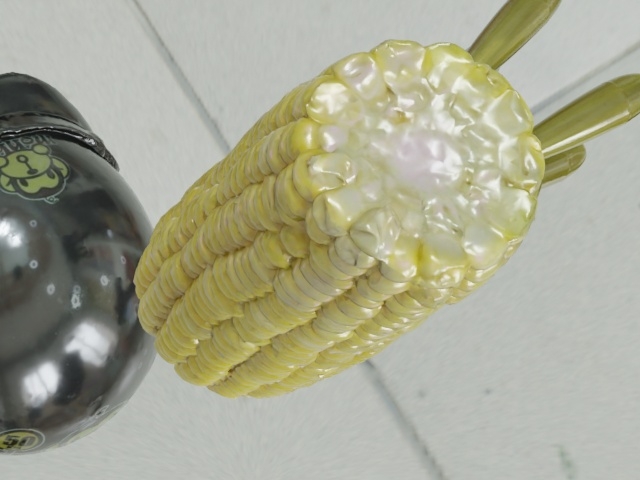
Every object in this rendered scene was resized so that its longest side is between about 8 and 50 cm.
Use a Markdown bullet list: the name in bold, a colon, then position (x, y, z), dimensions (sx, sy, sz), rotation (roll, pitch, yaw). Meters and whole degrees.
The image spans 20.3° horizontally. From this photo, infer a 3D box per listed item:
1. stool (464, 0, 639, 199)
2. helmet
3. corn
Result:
- **stool**: position (0.114, -0.079, 1.061), dimensions (0.110, 0.134, 0.135), rotation (-36, 128, -32)
- **helmet**: position (-0.203, 0.036, 1.258), dimensions (0.231, 0.160, 0.278), rotation (-19, 127, -32)
- **corn**: position (0.000, 0.000, 0.630), dimensions (0.093, 0.244, 0.093), rotation (5, 76, -19)
